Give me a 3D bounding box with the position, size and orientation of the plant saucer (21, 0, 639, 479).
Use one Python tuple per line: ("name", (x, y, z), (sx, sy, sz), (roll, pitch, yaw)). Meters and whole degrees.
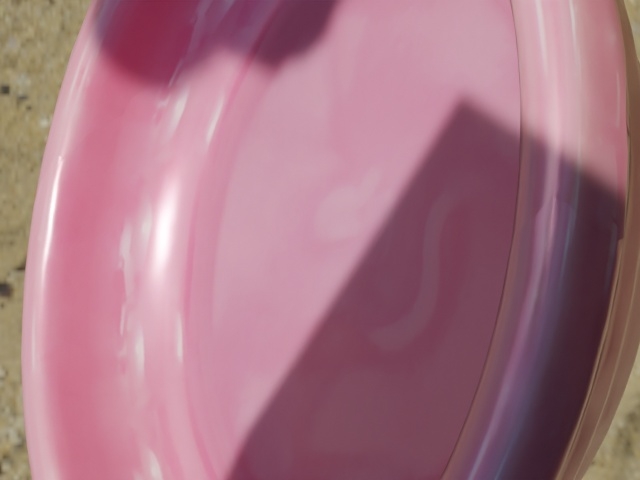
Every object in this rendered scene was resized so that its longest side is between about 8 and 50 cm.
("plant saucer", (0.000, 0.000, 0.582), (0.084, 0.332, 0.332), (11, 127, -34))
